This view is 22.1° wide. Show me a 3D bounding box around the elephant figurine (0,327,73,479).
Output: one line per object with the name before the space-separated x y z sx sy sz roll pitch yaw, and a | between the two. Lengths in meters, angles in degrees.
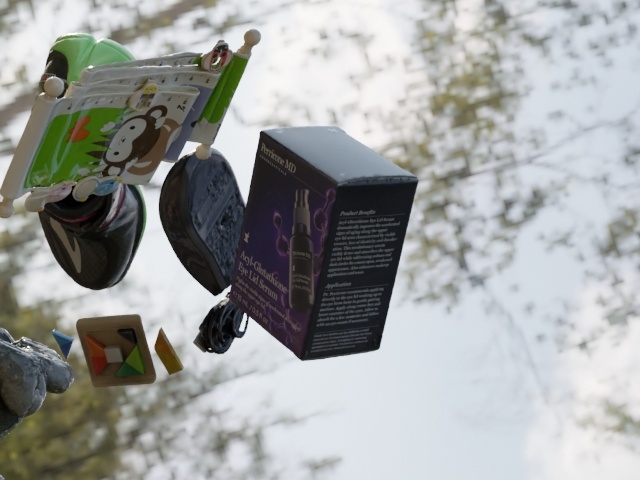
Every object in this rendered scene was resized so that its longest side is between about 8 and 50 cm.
elephant figurine | -0.327 0.189 1.418 0.186 0.169 0.239 26 -90 14

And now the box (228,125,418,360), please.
box | 0.000 0.000 1.727 0.153 0.108 0.207 35 -58 47

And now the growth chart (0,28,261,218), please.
growth chart | -0.168 -0.099 1.423 0.021 0.237 0.172 49 -43 28

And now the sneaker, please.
sneaker | -0.364 -0.084 2.399 0.482 0.185 0.202 93 13 -49

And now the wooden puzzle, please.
wooden puzzle | -0.195 0.106 1.564 0.014 0.116 0.078 -62 138 -63

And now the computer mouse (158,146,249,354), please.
computer mouse | -0.145 -0.004 2.069 0.072 0.188 0.272 9 -42 29
